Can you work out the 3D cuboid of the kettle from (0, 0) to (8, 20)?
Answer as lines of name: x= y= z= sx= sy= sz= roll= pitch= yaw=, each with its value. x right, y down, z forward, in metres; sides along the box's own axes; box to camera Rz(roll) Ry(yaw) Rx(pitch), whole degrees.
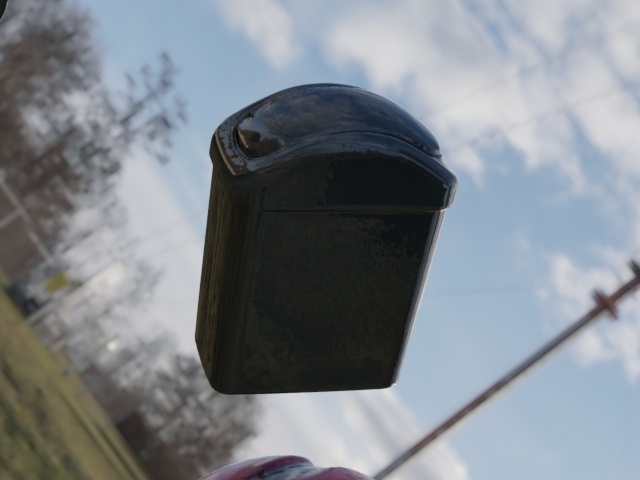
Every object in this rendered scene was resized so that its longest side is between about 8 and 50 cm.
kettle: x=-0.254 y=-0.194 z=1.198 sx=0.127 sy=0.098 sz=0.148 roll=20 pitch=19 yaw=-22

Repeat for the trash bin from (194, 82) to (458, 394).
trash bin: x=0.000 y=0.000 z=1.283 sx=0.101 sy=0.177 sz=0.236 roll=-119 pitch=-147 yaw=-52

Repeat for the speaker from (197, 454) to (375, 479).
speaker: x=-0.024 y=0.339 z=1.516 sx=0.294 sy=0.294 sz=0.294 roll=51 pitch=-12 yaw=16
